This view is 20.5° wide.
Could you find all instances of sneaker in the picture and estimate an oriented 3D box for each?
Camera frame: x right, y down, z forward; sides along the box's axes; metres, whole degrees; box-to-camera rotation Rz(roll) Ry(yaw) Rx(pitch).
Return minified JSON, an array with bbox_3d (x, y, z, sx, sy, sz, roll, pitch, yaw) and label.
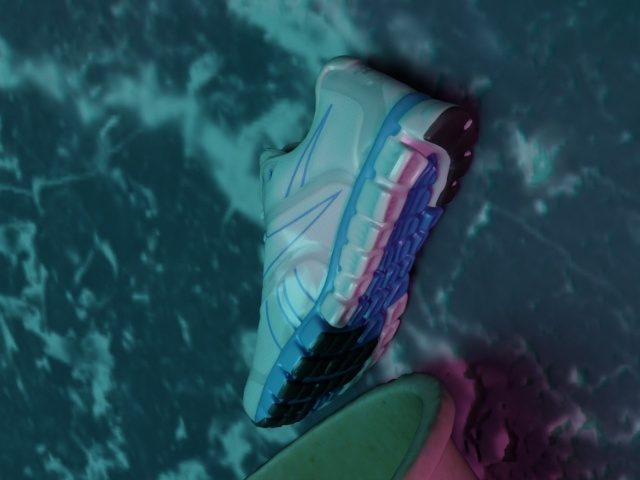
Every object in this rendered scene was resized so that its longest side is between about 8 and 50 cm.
[{"bbox_3d":[0.000,0.000,0.806,0.083,0.071,0.191,39,121,25],"label":"sneaker"}]

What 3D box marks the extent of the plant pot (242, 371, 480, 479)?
[{"bbox_3d":[0.030,0.280,0.767,0.305,0.334,0.334,47,132,-4],"label":"plant pot"}]
